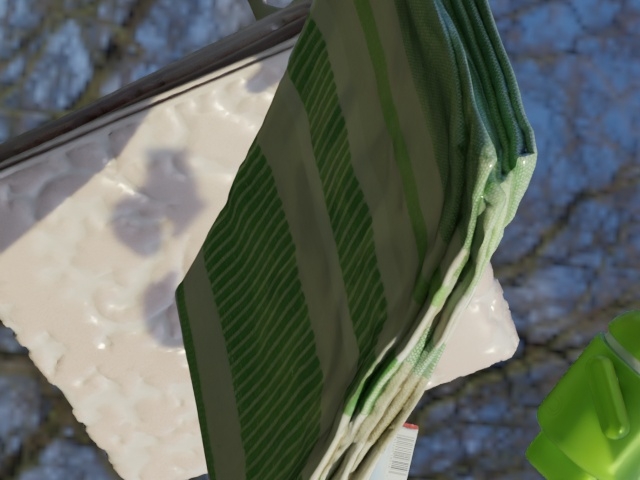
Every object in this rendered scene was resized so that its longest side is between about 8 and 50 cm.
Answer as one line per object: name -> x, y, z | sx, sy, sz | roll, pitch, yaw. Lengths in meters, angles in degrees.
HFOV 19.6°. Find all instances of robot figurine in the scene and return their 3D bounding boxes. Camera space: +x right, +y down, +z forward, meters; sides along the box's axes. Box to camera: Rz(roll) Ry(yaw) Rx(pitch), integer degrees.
robot figurine -> 0.162, 0.085, 0.989 | 0.067, 0.101, 0.115 | 45, -77, 31

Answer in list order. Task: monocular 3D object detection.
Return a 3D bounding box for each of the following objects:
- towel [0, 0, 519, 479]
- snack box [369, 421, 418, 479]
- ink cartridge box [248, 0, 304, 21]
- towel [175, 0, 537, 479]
towel -> -0.057, 0.015, 1.264 | 0.053, 0.317, 0.332 | -103, 169, -48
snack box -> -0.009, 0.158, 1.013 | 0.100, 0.037, 0.141 | 8, -97, 42
ink cartridge box -> 0.035, -0.310, 1.855 | 0.261, 0.066, 0.296 | -50, -147, 19
towel -> 0.000, 0.000, 0.853 | 0.248, 0.038, 0.325 | -103, -153, -43
